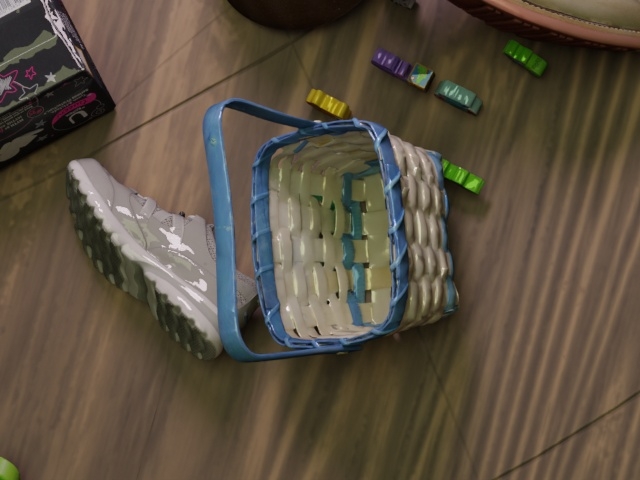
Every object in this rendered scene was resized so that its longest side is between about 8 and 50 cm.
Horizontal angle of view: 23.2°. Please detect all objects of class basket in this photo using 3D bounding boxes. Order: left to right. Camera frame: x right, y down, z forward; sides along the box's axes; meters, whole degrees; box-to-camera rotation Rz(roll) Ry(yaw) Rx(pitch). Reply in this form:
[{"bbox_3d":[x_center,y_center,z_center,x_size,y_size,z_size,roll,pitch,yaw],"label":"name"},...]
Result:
[{"bbox_3d":[0.000,0.000,1.572,0.201,0.289,0.255,-11,77,38],"label":"basket"}]

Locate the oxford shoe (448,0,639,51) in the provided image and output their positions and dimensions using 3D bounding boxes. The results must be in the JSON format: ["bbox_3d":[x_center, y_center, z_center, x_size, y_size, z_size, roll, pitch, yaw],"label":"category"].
[{"bbox_3d":[0.185,-0.298,1.603,0.397,0.140,0.147,18,91,-19],"label":"oxford shoe"}]

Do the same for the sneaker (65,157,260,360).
[{"bbox_3d":[-0.174,0.007,1.718,0.115,0.105,0.281,-36,72,-28],"label":"sneaker"}]

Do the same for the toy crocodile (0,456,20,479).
[{"bbox_3d":[-0.432,0.304,1.697,0.340,0.105,0.115,2,45,5],"label":"toy crocodile"}]

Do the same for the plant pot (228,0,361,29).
[{"bbox_3d":[-0.053,-0.365,1.660,0.215,0.230,0.215,-4,76,15],"label":"plant pot"}]

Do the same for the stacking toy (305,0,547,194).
[{"bbox_3d":[0.117,-0.172,1.707,0.221,0.052,0.167,29,88,12],"label":"stacking toy"}]

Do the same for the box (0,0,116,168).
[{"bbox_3d":[-0.384,-0.176,1.743,0.247,0.142,0.163,-28,75,0],"label":"box"}]
